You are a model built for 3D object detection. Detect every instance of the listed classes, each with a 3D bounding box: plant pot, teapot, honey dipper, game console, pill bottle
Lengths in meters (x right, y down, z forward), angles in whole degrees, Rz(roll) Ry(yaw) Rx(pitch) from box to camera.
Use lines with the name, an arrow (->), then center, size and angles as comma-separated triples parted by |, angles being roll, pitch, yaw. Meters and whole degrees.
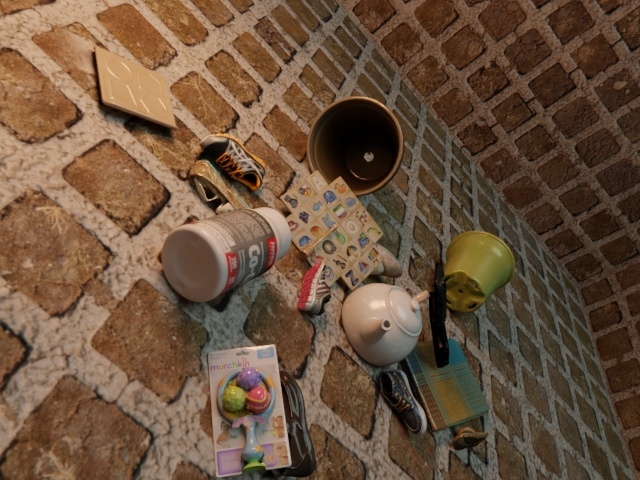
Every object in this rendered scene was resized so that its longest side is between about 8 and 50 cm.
plant pot -> 0.575, 0.138, 2.039 | 0.276, 0.276, 0.254 | 54, 42, -3
plant pot -> 0.144, -0.304, 1.838 | 0.323, 0.323, 0.280 | 60, 14, 8
teapot -> 0.199, 0.215, 1.485 | 0.253, 0.187, 0.255 | 35, 35, -31
honey dipper -> 0.000, 0.000, 1.508 | 0.030, 0.030, 0.161 | 53, 51, -4
game console -> 0.351, 0.205, 1.590 | 0.213, 0.044, 0.361 | -88, 170, -45
pill bottle -> -0.191, 0.017, 1.162 | 0.161, 0.161, 0.283 | 58, 31, 4

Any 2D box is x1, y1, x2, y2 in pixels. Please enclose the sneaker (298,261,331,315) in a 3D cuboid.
sneaker -> -0.007, 0.132, 1.405 | 0.075, 0.063, 0.170 | 41, 39, -22

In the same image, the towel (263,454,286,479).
towel -> -0.088, 0.392, 1.080 | 0.151, 0.023, 0.113 | 60, 30, 8

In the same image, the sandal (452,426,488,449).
sandal -> 0.440, 0.584, 1.584 | 0.180, 0.072, 0.049 | 17, 32, -48

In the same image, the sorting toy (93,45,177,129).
sorting toy -> -0.454, -0.366, 1.297 | 0.193, 0.038, 0.208 | 14, 45, -48

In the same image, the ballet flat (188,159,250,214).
ballet flat -> -0.248, -0.104, 1.311 | 0.206, 0.073, 0.067 | 47, 59, -8

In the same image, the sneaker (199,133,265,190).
sneaker -> -0.227, -0.208, 1.409 | 0.215, 0.084, 0.083 | 28, 45, -39

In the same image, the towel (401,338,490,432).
towel -> 0.389, 0.443, 1.676 | 0.370, 0.040, 0.271 | 7, 54, -49

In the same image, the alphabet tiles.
alphabet tiles -> 0.040, -0.032, 1.566 | 0.285, 0.011, 0.342 | -42, 97, -34

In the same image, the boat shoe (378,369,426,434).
boat shoe -> 0.214, 0.435, 1.422 | 0.083, 0.065, 0.183 | 14, 43, -46

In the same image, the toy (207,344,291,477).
toy -> -0.136, 0.308, 0.999 | 0.137, 0.056, 0.237 | -4, 61, -12

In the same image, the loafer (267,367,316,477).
loafer -> -0.074, 0.355, 1.041 | 0.078, 0.080, 0.219 | 7, 53, -49

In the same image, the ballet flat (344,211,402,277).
ballet flat -> 0.125, 0.036, 1.662 | 0.316, 0.108, 0.106 | 43, 52, -10
